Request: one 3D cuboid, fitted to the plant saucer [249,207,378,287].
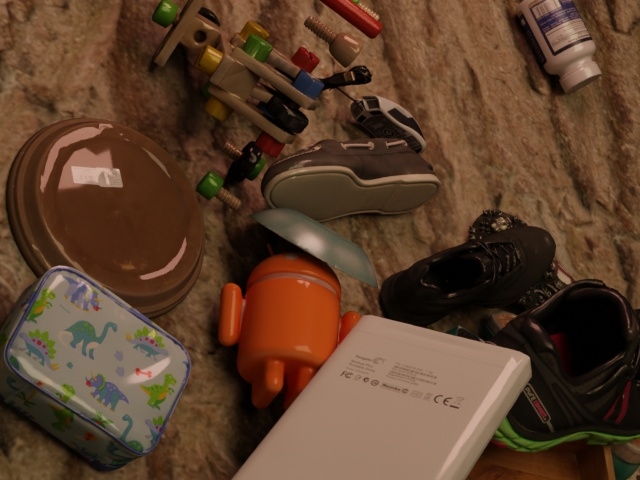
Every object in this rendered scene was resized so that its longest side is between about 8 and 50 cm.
[{"bbox_3d":[0.000,0.000,1.977,0.195,0.195,0.037,29,93,-25],"label":"plant saucer"}]

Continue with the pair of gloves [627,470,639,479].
[{"bbox_3d":[0.472,0.456,2.186,0.204,0.042,0.240,41,47,-33],"label":"pair of gloves"}]

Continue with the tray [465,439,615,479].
[{"bbox_3d":[0.208,0.308,1.954,0.411,0.076,0.202,19,50,-28],"label":"tray"}]

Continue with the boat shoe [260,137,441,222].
[{"bbox_3d":[0.029,-0.094,2.109,0.335,0.112,0.095,0,50,-46],"label":"boat shoe"}]

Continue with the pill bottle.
[{"bbox_3d":[0.407,-0.339,2.554,0.094,0.094,0.169,-19,80,-44],"label":"pill bottle"}]

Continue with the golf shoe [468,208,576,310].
[{"bbox_3d":[0.327,0.068,2.280,0.273,0.105,0.120,47,3,10],"label":"golf shoe"}]

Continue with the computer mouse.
[{"bbox_3d":[0.082,-0.191,2.213,0.193,0.106,0.042,38,54,-29],"label":"computer mouse"}]

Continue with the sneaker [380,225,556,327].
[{"bbox_3d":[0.229,0.044,2.134,0.286,0.130,0.109,-22,80,-28],"label":"sneaker"}]

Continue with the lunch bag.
[{"bbox_3d":[-0.265,0.144,1.735,0.219,0.090,0.176,37,49,-19],"label":"lunch bag"}]

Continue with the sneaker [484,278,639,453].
[{"bbox_3d":[0.378,0.158,2.007,0.483,0.202,0.185,-9,52,-50],"label":"sneaker"}]

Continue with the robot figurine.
[{"bbox_3d":[-0.040,0.107,1.916,0.128,0.158,0.219,57,32,-52],"label":"robot figurine"}]

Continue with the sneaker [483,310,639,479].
[{"bbox_3d":[0.332,0.236,2.178,0.302,0.121,0.108,46,29,19],"label":"sneaker"}]

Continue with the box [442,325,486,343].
[{"bbox_3d":[0.191,0.247,2.079,0.100,0.060,0.244,32,51,-23],"label":"box"}]

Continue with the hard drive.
[{"bbox_3d":[0.065,0.231,1.743,0.353,0.233,0.047,-49,140,-40],"label":"hard drive"}]

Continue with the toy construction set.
[{"bbox_3d":[-0.096,-0.256,1.963,0.237,0.309,0.257,36,38,-12],"label":"toy construction set"}]

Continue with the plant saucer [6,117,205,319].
[{"bbox_3d":[-0.256,-0.034,1.876,0.278,0.041,0.277,18,57,-31],"label":"plant saucer"}]
